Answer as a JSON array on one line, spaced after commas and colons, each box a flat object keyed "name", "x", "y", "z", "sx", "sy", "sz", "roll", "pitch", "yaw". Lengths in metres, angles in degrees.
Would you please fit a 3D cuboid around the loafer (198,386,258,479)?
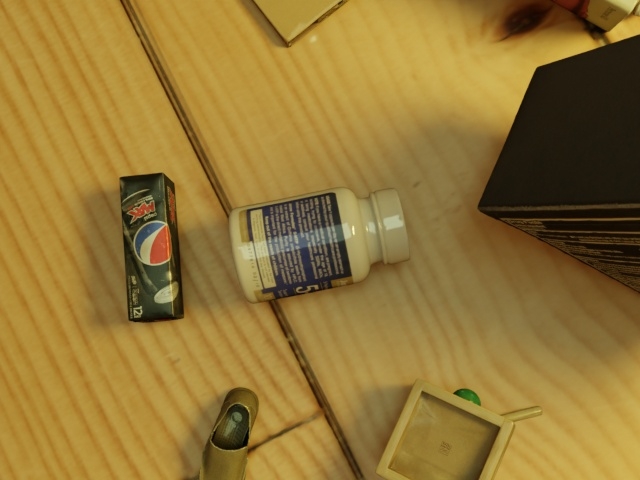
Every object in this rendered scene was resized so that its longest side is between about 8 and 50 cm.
[{"name": "loafer", "x": -0.107, "y": 0.239, "z": 0.853, "sx": 0.056, "sy": 0.050, "sz": 0.147, "roll": 10, "pitch": 83, "yaw": 5}]

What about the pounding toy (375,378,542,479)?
[{"name": "pounding toy", "x": 0.155, "y": 0.217, "z": 0.829, "sx": 0.130, "sy": 0.100, "sz": 0.141, "roll": 22, "pitch": 81, "yaw": 20}]

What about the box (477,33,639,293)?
[{"name": "box", "x": 0.363, "y": -0.048, "z": 0.696, "sx": 0.294, "sy": 0.296, "sz": 0.182, "roll": 24, "pitch": 83, "yaw": -19}]

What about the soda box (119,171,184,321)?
[{"name": "soda box", "x": -0.196, "y": 0.010, "z": 0.885, "sx": 0.053, "sy": 0.060, "sz": 0.168, "roll": -7, "pitch": 82, "yaw": 2}]

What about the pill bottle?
[{"name": "pill bottle", "x": 0.000, "y": 0.000, "z": 0.849, "sx": 0.187, "sy": 0.112, "sz": 0.111, "roll": -11, "pitch": 82, "yaw": 2}]

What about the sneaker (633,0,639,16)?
[{"name": "sneaker", "x": 0.426, "y": -0.304, "z": 0.902, "sx": 0.067, "sy": 0.042, "sz": 0.118, "roll": 33, "pitch": 83, "yaw": 10}]

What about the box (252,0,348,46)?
[{"name": "box", "x": -0.035, "y": -0.365, "z": 0.939, "sx": 0.164, "sy": 0.021, "sz": 0.201, "roll": -37, "pitch": 82, "yaw": 5}]

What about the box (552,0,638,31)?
[{"name": "box", "x": 0.268, "y": -0.352, "z": 0.852, "sx": 0.232, "sy": 0.148, "sz": 0.126, "roll": 32, "pitch": 103, "yaw": 7}]
